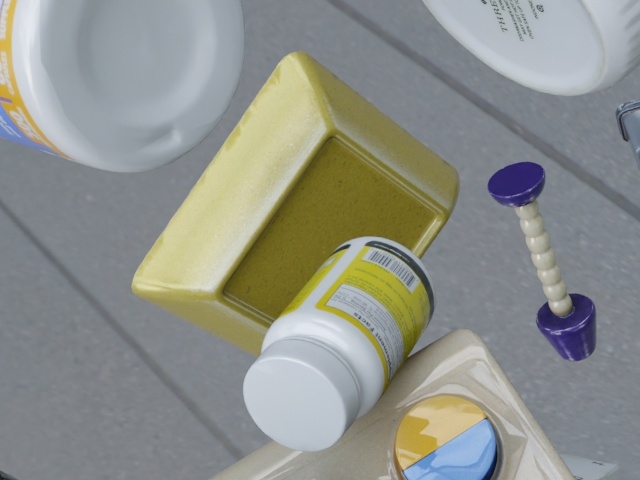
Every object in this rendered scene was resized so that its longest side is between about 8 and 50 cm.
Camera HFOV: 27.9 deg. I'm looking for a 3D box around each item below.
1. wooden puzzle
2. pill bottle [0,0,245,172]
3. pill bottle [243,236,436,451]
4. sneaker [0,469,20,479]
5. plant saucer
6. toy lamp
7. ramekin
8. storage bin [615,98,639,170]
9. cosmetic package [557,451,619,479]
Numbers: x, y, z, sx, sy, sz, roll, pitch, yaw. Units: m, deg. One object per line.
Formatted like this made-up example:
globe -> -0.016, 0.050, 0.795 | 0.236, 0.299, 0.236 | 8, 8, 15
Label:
wooden puzzle -> 0.083, 0.281, 1.142 | 0.322, 0.080, 0.348 | -31, 63, -3
pill bottle -> -0.184, -0.137, 0.813 | 0.272, 0.152, 0.152 | 17, 87, 46
pill bottle -> 0.018, 0.093, 1.179 | 0.119, 0.208, 0.119 | 13, 123, 21
sneaker -> -0.192, 0.290, 0.958 | 0.483, 0.202, 0.185 | 13, 65, 46
plant saucer -> 0.000, 0.000, 1.504 | 0.333, 0.333, 0.081 | -55, 42, 3
toy lamp -> 0.280, 0.035, 1.578 | 0.080, 0.275, 0.080 | -18, 33, 12
ramekin -> 0.189, -0.240, 1.084 | 0.273, 0.273, 0.127 | 29, 71, 33
storage bin -> 0.528, -0.169, 1.964 | 0.135, 0.098, 0.091 | -14, 50, 12
cosmetic package -> 0.303, 0.389, 1.737 | 0.151, 0.151, 0.184 | 7, 96, 30
